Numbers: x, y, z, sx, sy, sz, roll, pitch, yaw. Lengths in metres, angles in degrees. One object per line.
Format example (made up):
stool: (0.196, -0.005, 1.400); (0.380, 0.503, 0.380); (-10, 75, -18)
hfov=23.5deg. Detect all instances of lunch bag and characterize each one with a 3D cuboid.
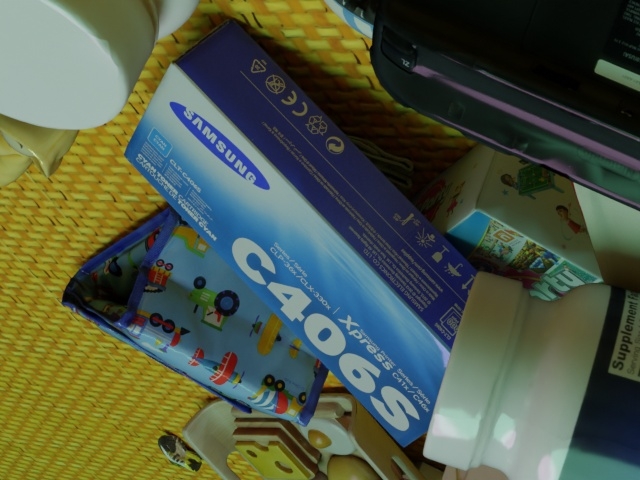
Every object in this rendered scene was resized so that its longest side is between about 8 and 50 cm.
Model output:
lunch bag: (-0.135, 0.086, 1.604); (0.221, 0.138, 0.293); (30, 163, -19)

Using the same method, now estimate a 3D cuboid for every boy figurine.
boy figurine: (-0.326, -0.103, 1.407); (0.285, 0.092, 0.177); (7, 146, 30)

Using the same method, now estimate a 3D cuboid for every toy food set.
toy food set: (-0.004, 0.286, 1.822); (0.306, 0.092, 0.220); (-7, 132, 46)

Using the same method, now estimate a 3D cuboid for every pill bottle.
pill bottle: (-0.120, -0.213, 0.872); (0.160, 0.283, 0.160); (15, 151, 9)
pill bottle: (0.207, 0.114, 0.962); (0.264, 0.153, 0.153); (16, 151, 8)

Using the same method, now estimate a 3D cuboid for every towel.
towel: (0.011, -0.052, 1.339); (0.110, 0.027, 0.148); (26, 150, -11)

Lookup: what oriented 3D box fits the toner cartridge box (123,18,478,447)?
toner cartridge box: (0.000, 0.000, 1.247); (0.348, 0.075, 0.165); (46, 148, 3)

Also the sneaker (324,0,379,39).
sneaker: (0.104, -0.132, 1.078); (0.237, 0.085, 0.086); (24, 147, -4)

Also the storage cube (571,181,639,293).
storage cube: (0.276, -0.065, 0.969); (0.183, 0.193, 0.215); (6, 149, 25)

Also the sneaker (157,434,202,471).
sneaker: (-0.195, 0.286, 2.056); (0.035, 0.031, 0.083); (-3, 144, 38)

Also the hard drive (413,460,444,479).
hard drive: (0.211, 0.378, 1.942); (0.307, 0.040, 0.203); (28, 151, -12)

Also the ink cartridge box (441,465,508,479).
ink cartridge box: (0.205, 0.297, 1.690); (0.085, 0.148, 0.203); (5, 149, 28)

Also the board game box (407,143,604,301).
board game box: (0.215, 0.046, 1.304); (0.303, 0.098, 0.224); (29, 151, -12)

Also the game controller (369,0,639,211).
game controller: (0.181, -0.099, 0.822); (0.319, 0.167, 0.067); (25, -163, 15)
